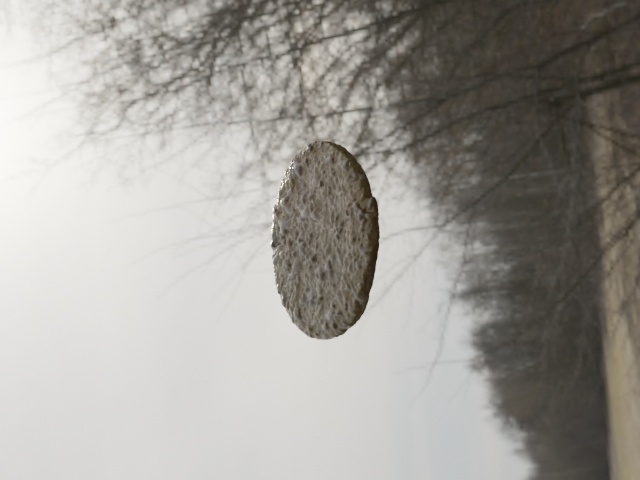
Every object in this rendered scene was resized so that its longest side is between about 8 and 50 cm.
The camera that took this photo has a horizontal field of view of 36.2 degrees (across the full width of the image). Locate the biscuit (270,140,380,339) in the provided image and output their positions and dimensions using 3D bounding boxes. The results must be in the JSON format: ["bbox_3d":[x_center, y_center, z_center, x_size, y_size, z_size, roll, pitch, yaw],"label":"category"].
[{"bbox_3d":[0.000,0.000,0.579,0.120,0.015,0.120,-1,88,59],"label":"biscuit"}]
